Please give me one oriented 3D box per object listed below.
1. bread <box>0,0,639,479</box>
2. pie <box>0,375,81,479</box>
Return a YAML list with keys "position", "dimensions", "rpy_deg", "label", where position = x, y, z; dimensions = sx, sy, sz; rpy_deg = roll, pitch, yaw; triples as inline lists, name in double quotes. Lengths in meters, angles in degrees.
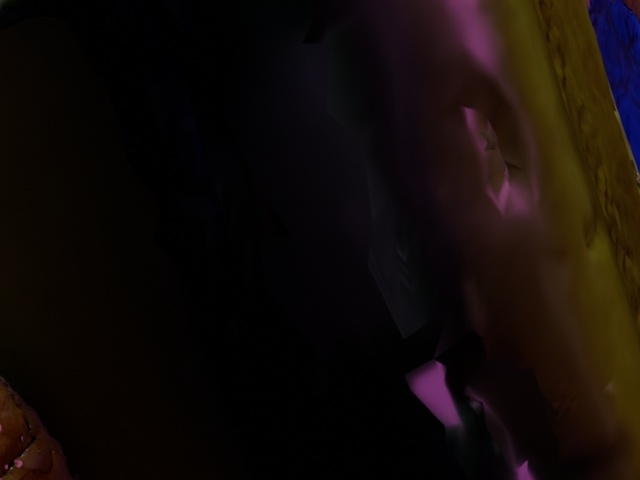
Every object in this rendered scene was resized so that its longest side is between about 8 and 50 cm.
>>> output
- position: [0.000, 0.000, 0.540]
  dimensions: [0.376, 0.208, 0.251]
  rpy_deg: [64, 22, -20]
  label: "bread"
- position: [-0.125, 0.089, 0.408]
  dimensions: [0.193, 0.079, 0.163]
  rpy_deg: [12, 75, -53]
  label: "pie"
